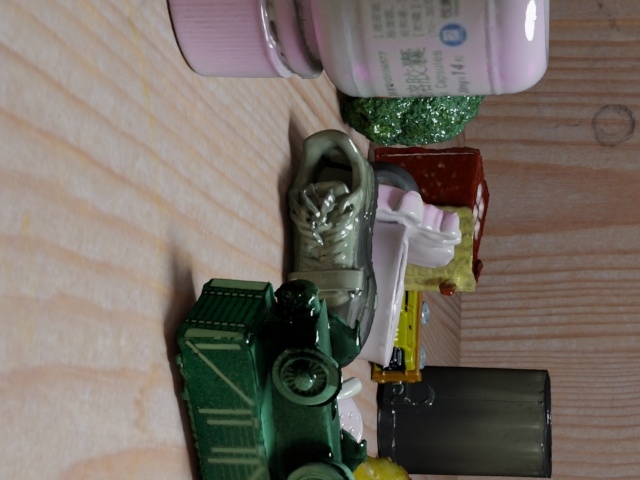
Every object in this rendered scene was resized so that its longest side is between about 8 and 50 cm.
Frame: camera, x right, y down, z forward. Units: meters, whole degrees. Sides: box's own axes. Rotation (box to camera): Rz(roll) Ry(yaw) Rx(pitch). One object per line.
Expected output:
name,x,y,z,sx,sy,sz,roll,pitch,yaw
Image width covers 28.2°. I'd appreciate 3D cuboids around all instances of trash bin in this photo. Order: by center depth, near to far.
trash bin,0.266,0.326,2.303,0.252,0.302,0.203,75,19,-54

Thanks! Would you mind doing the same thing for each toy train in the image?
toy train,-0.041,0.157,1.168,0.115,0.154,0.269,-73,161,-57
toy train,0.127,0.151,2.175,0.127,0.089,0.219,40,51,-62

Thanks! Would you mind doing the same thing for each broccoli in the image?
broccoli,0.135,-0.270,1.909,0.270,0.270,0.270,58,17,-6

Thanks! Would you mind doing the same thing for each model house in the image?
model house,0.170,-0.018,2.104,0.160,0.196,0.254,76,20,-49

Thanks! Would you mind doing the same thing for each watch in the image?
watch,0.083,0.057,1.719,0.244,0.196,0.231,75,24,-72

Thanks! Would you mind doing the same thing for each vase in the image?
vase,0.086,-0.049,1.925,0.183,0.120,0.120,101,-8,-77

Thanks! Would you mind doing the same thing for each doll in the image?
doll,-0.006,0.203,1.507,0.129,0.081,0.207,-45,147,-7

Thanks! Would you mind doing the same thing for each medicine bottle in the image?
medicine bottle,0.043,-0.255,1.152,0.256,0.325,0.256,-1,90,-80

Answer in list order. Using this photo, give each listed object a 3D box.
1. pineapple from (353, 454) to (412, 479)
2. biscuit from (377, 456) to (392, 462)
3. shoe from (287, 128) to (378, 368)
pineapple,0.045,0.328,1.509,0.236,0.186,0.114,85,12,-54
biscuit,0.117,0.500,2.231,0.238,0.041,0.212,67,24,-60
shoe,0.002,0.000,1.533,0.149,0.109,0.292,55,37,-56
